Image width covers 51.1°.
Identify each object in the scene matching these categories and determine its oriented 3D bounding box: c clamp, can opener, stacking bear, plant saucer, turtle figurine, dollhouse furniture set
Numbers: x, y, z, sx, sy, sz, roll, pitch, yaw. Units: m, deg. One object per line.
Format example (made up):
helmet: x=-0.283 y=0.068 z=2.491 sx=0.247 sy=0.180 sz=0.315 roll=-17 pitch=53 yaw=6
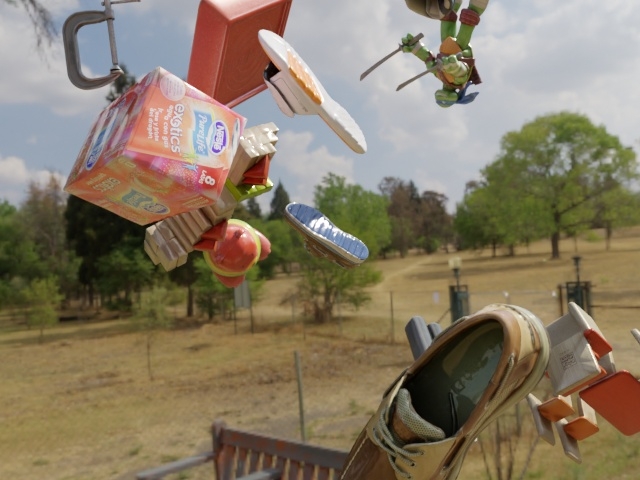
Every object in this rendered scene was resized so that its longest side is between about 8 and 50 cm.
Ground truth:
c clamp: x=-0.379 y=-0.341 z=1.158 sx=0.137 sy=0.161 sz=0.022 roll=-2 pitch=-2 yaw=-2
can opener: x=0.192 y=0.250 z=1.149 sx=0.076 sy=0.095 sz=0.283 roll=23 pitch=25 yaw=-18
stacking bear: x=-0.225 y=0.023 z=1.727 sx=0.175 sy=0.164 sz=0.289 roll=-47 pitch=5 yaw=-6
plant saucer: x=-0.145 y=-0.348 z=1.241 sx=0.047 sy=0.259 sz=0.258 roll=34 pitch=43 yaw=13
turtle figurine: x=0.250 y=-0.435 z=1.460 sx=0.274 sy=0.266 sz=0.198 roll=15 pitch=15 yaw=0
dollhouse furniture set: x=0.433 y=0.222 z=1.010 sx=0.259 sy=0.135 sz=0.262 roll=37 pitch=-61 yaw=-25

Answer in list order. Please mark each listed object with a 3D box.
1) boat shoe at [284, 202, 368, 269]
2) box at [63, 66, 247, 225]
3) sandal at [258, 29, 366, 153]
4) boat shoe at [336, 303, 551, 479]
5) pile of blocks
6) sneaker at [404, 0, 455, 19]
boat shoe: x=0.000 y=0.000 z=1.291 sx=0.066 sy=0.183 sz=0.066 roll=-52 pitch=4 yaw=41
box: x=-0.262 y=-0.128 z=1.026 sx=0.154 sy=0.142 sz=0.300 roll=27 pitch=-20 yaw=-31
sandal: x=-0.027 y=-0.225 z=1.106 sx=0.076 sy=0.265 sz=0.102 roll=-35 pitch=23 yaw=20
boat shoe: x=0.109 y=0.193 z=0.724 sx=0.122 sy=0.324 sz=0.120 roll=42 pitch=10 yaw=34
pile of blocks: x=-0.186 y=-0.058 z=1.265 sx=0.362 sy=0.113 sz=0.149 roll=-44 pitch=-16 yaw=22
sneaker: x=0.209 y=-0.396 z=0.950 sx=0.226 sy=0.164 sz=0.086 roll=-3 pitch=-14 yaw=-4
